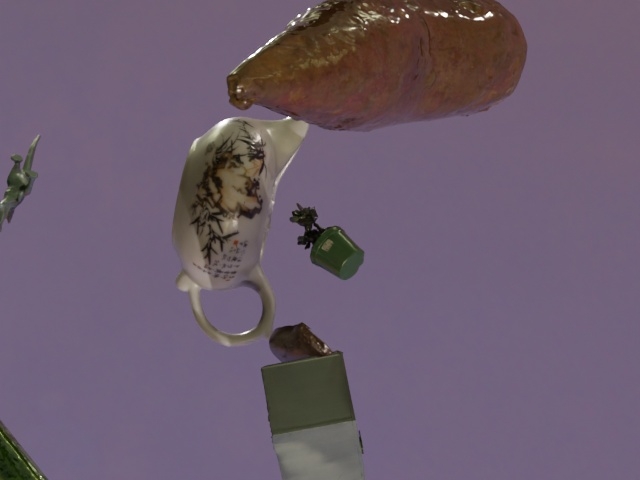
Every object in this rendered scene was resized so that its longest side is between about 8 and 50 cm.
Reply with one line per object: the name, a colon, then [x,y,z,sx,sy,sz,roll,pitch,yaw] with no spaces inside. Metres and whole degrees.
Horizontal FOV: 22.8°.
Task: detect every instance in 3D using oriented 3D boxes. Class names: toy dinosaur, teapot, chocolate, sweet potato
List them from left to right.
toy dinosaur: [-0.441,-0.073,2.317,0.187,0.044,0.106,-97,-155,-62]
teapot: [-0.098,-0.023,1.907,0.208,0.165,0.300,171,-79,-79]
chocolate: [-0.024,0.127,1.783,0.031,0.064,0.100,-53,-165,-22]
sweet potato: [0.029,-0.148,1.306,0.131,0.336,0.131,8,-78,40]

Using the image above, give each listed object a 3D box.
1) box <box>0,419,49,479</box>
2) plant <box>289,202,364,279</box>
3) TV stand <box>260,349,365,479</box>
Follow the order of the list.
box: [-0.340,0.285,1.647,0.134,0.097,0.345,-28,-117,-36]
plant: [0.000,0.000,1.751,0.051,0.051,0.102,-47,-118,-6]
TV stand: [0.000,0.216,1.635,0.088,0.269,0.083,-9,-122,-1]
